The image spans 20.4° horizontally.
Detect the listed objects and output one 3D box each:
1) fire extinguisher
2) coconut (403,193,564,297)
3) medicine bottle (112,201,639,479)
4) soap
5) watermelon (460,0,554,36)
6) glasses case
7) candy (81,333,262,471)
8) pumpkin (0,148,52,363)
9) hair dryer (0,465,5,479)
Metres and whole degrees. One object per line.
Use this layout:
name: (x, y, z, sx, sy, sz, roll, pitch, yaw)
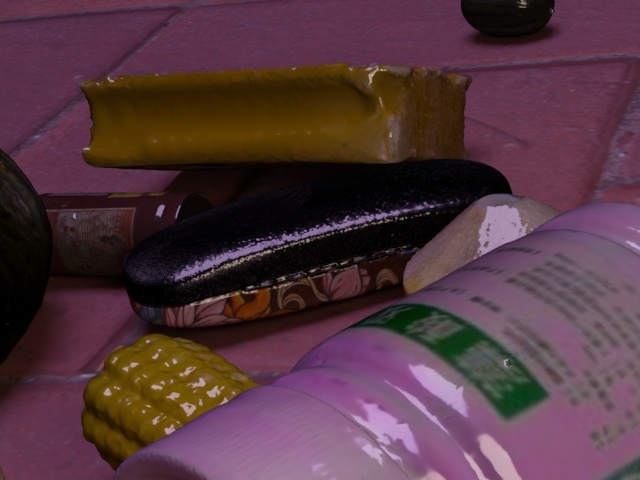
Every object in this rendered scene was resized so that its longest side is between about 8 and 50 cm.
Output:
fire extinguisher: (-0.220, 0.001, 1.546, 0.252, 0.075, 0.106, 1, 27, 26)
coconut: (0.129, 0.042, 1.185, 0.147, 0.153, 0.147, -8, 24, 3)
medicine bottle: (0.076, 0.130, 0.936, 0.325, 0.212, 0.212, -27, 27, -31)
soap: (-0.038, -0.109, 1.620, 0.315, 0.091, 0.199, 1, 3, 24)
watermelon: (0.206, -0.259, 1.941, 0.110, 0.078, 0.078, 5, 28, 33)
glasses case: (0.000, 0.000, 1.432, 0.321, 0.082, 0.122, -15, 20, -8)
candy: (-0.064, 0.135, 1.147, 0.106, 0.094, 0.199, -25, 33, -30)
pumpkin: (-0.371, 0.024, 1.418, 0.320, 0.192, 0.320, -10, 25, 5)
hair dryer: (-0.275, 0.249, 0.996, 0.173, 0.107, 0.357, -13, 29, 3)
